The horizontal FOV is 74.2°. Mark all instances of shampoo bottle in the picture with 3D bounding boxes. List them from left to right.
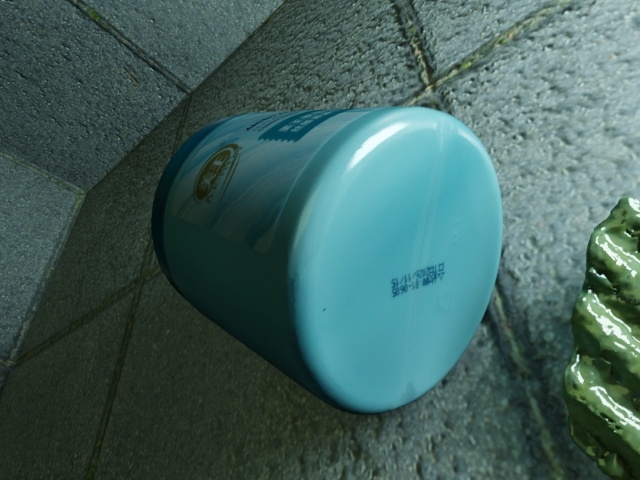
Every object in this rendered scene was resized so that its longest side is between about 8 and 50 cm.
[{"bbox_3d":[0.000,0.000,0.553,0.343,0.331,0.330,18,77,49],"label":"shampoo bottle"}]

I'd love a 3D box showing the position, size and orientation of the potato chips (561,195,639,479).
[{"bbox_3d":[0.390,0.075,0.279,0.389,0.097,0.372,19,77,50],"label":"potato chips"}]
